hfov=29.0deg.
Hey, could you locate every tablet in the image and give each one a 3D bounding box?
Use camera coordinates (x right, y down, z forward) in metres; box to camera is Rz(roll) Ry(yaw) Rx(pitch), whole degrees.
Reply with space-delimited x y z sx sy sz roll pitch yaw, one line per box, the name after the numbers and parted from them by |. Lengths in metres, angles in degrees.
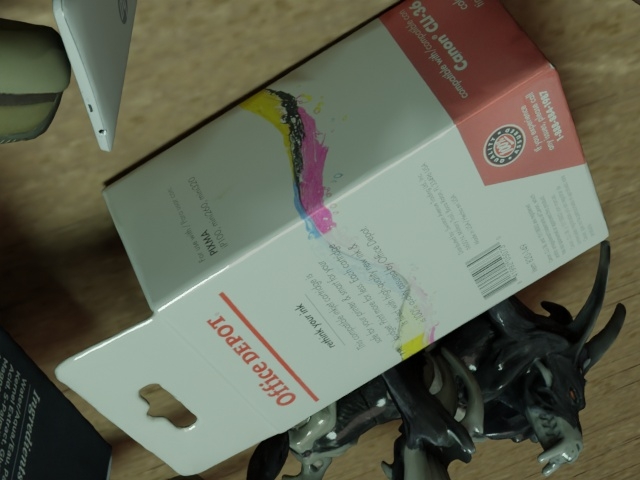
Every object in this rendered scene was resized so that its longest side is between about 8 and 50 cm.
-0.059 -0.072 0.339 0.006 0.083 0.054 -2 142 5 | tablet

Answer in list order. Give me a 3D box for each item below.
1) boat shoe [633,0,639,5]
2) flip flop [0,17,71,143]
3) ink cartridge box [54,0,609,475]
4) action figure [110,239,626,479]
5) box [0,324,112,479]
0.009 -0.113 0.304 0.342 0.123 0.123 -1 135 -40 | boat shoe
-0.173 -0.080 0.249 0.277 0.112 0.080 11 103 -37 | flip flop
0.000 0.000 0.470 0.198 0.067 0.115 -31 142 2 | ink cartridge box
0.030 0.107 0.559 0.276 0.141 0.164 -25 142 2 | action figure
-0.174 0.072 0.370 0.153 0.108 0.207 -6 145 15 | box
